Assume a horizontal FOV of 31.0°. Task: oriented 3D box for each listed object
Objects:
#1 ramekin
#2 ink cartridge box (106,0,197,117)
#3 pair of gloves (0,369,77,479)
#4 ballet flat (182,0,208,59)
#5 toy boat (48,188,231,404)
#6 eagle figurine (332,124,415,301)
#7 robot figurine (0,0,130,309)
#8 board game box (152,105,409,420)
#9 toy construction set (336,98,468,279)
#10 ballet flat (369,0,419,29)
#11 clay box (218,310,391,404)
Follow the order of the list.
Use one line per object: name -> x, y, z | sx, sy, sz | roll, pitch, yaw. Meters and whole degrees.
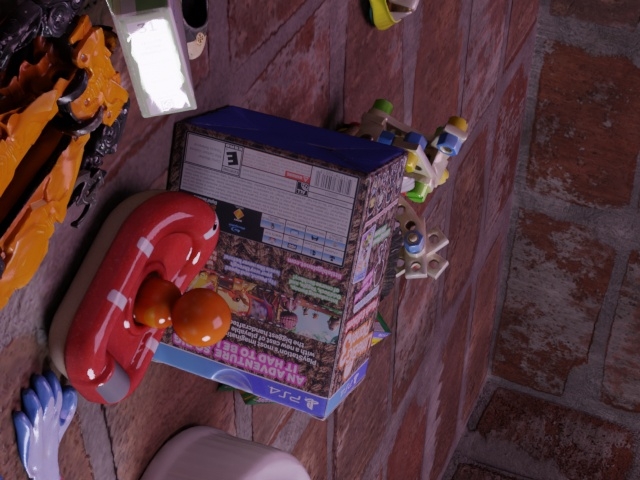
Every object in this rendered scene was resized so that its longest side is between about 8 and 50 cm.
ramekin -> -0.117, 0.385, 1.485 | 0.277, 0.135, 0.277 | -14, 106, -59
ink cartridge box -> -0.156, -0.242, 0.951 | 0.235, 0.056, 0.171 | 83, -4, -53
pair of gloves -> -0.294, 0.223, 1.119 | 0.198, 0.023, 0.159 | -50, 150, -50
ballet flat -> -0.126, -0.260, 1.152 | 0.057, 0.049, 0.173 | -48, 149, -52
toy boat -> -0.159, 0.062, 1.168 | 0.151, 0.151, 0.231 | 70, 40, -62
eagle figurine -> -0.002, -0.003, 1.528 | 0.225, 0.226, 0.298 | -85, -179, -76
robot figurine -> -0.249, -0.065, 0.902 | 0.211, 0.085, 0.291 | 78, 34, -56
board game box -> -0.051, 0.019, 1.322 | 0.141, 0.232, 0.291 | -33, 137, -63
toy construction set -> 0.121, -0.086, 1.761 | 0.327, 0.215, 0.151 | 83, 30, -51
ballet flat -> 0.104, -0.367, 1.693 | 0.231, 0.077, 0.077 | 51, 56, -69
clay box -> -0.023, 0.166, 1.596 | 0.222, 0.053, 0.127 | -37, 159, 19
